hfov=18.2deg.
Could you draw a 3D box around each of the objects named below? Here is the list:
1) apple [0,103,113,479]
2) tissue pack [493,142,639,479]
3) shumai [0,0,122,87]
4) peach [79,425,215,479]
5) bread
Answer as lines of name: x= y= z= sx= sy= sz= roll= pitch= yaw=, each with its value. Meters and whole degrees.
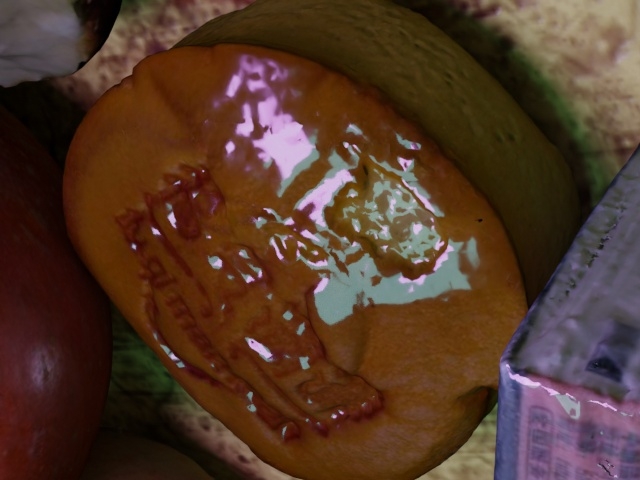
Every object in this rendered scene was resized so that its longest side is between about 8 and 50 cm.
apple: x=-0.292 y=0.052 z=1.140 sx=0.348 sy=0.348 sz=0.277 roll=13 pitch=127 yaw=25
tissue pack: x=0.159 y=0.128 z=0.980 sx=0.103 sy=0.228 sz=0.315 roll=16 pitch=129 yaw=23
shumai: x=-0.237 y=-0.174 z=1.032 sx=0.304 sy=0.263 sz=0.309 roll=35 pitch=112 yaw=51
peach: x=-0.143 y=0.240 z=1.262 sx=0.232 sy=0.232 sz=0.232 roll=17 pitch=129 yaw=22
bread: x=0.000 y=0.000 z=1.045 sx=0.270 sy=0.148 sz=0.270 roll=17 pitch=129 yaw=22
